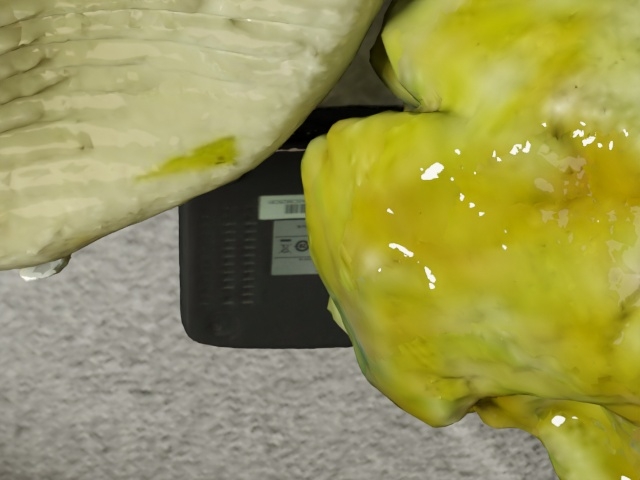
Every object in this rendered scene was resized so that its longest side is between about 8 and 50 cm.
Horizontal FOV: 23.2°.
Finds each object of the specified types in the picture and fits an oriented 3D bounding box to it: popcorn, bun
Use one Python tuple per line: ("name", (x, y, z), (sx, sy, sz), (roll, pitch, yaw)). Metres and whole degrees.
("popcorn", (0.127, -0.006, 0.552), (0.276, 0.276, 0.225), (22, 106, -25))
("bun", (-0.113, -0.107, 0.509), (0.259, 0.160, 0.259), (-14, 143, -10))

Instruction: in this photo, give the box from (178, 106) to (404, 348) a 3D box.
("box", (0.000, 0.000, 0.695), (0.126, 0.027, 0.125), (-3, 129, -7))
